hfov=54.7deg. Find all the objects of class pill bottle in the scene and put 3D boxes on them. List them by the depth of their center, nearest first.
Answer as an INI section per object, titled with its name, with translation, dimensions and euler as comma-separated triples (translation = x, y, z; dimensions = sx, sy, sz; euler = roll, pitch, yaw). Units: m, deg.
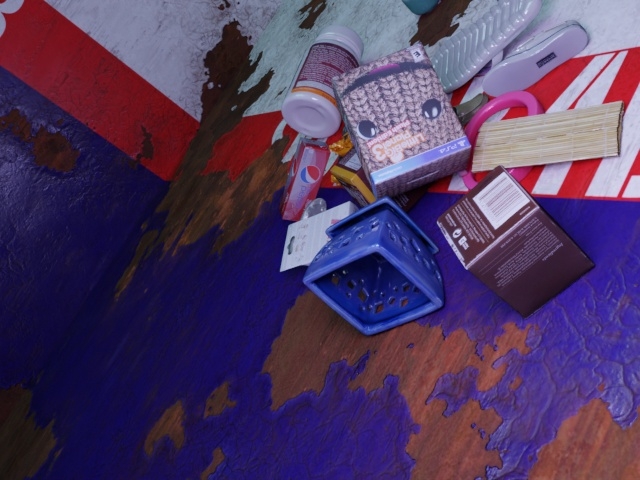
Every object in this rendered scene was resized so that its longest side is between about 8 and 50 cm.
[pill bottle]
translation = 0.019, -0.593, 2.289
dimensions = 0.224, 0.224, 0.392
euler = -15, 47, 48

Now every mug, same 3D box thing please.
[mug]
translation = 0.376, -0.878, 2.215
dimensions = 0.157, 0.097, 0.129
euler = 4, 61, 56

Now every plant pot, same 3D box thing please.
[plant pot]
translation = 0.134, 0.049, 1.437
dimensions = 0.236, 0.236, 0.212
euler = -29, 30, 36

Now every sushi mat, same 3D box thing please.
[sushi mat]
translation = 0.488, -0.223, 1.352
dimensions = 0.316, 0.019, 0.151
euler = -3, 57, 39

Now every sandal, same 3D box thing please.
[sandal]
translation = 0.458, -0.531, 1.728
dimensions = 0.416, 0.102, 0.169
euler = -32, 50, 50

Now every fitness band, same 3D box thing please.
[fitness band]
translation = 0.432, -0.237, 1.489
dimensions = 0.209, 0.054, 0.291
euler = -16, 47, 47

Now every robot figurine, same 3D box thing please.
[robot figurine]
translation = 0.143, -0.260, 1.840
dimensions = 0.291, 0.085, 0.211
euler = -18, 74, 53

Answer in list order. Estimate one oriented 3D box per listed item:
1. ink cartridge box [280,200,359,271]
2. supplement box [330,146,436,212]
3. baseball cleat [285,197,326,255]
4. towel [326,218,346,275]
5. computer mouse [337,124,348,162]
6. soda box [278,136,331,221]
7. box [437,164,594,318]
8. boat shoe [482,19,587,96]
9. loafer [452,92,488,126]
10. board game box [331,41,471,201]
[ink cartridge box]
translation = 0.000, 0.000, 1.818
dimensions = 0.232, 0.066, 0.189
euler = -24, 41, 33
[supplement box]
translation = 0.170, -0.175, 1.632
dimensions = 0.194, 0.191, 0.129
euler = -46, 29, -5
[baseball cleat]
translation = -0.056, -0.045, 1.961
dimensions = 0.109, 0.072, 0.206
euler = -9, 47, 59
[towel]
translation = 0.086, 0.020, 1.669
dimensions = 0.144, 0.029, 0.197
euler = 2, 52, 13
[computer mouse]
translation = 0.153, -0.352, 2.000
dimensions = 0.262, 0.060, 0.184
euler = -30, 46, 52
[soda box]
translation = -0.054, -0.191, 1.985
dimensions = 0.083, 0.092, 0.263
euler = -112, 36, -55
[box]
translation = 0.364, 0.003, 1.172
dimensions = 0.167, 0.203, 0.168
euler = -43, 30, 17
[boat shoe]
translation = 0.528, -0.461, 1.554
dimensions = 0.267, 0.096, 0.088
euler = -33, 31, 30
[loafer]
translation = 0.387, -0.347, 1.673
dimensions = 0.148, 0.050, 0.056
euler = -42, 31, 19
[board game box]
translation = 0.186, -0.275, 1.464
dimensions = 0.232, 0.141, 0.291
euler = -22, 73, 2
